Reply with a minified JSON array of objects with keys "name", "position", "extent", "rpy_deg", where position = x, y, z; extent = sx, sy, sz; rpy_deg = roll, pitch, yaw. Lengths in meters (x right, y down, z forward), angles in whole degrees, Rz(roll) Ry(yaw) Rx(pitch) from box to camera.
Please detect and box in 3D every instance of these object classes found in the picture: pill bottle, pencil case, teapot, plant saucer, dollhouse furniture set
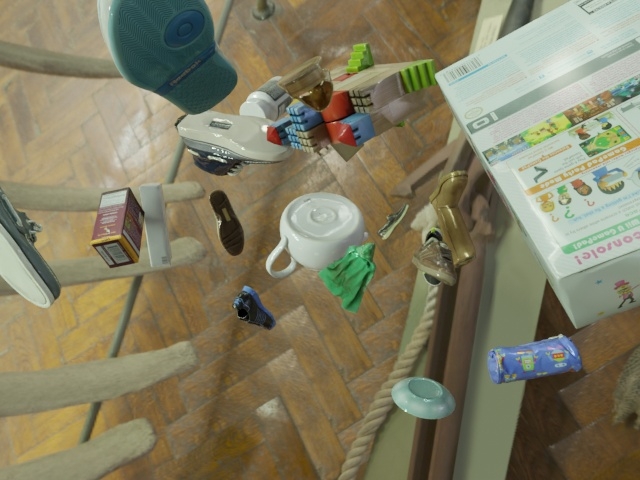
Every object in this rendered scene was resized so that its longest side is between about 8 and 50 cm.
[{"name":"pill bottle","position":[-0.239,-0.625,2.211],"extent":[0.161,0.161,0.283],"rpy_deg":[15,42,20]},{"name":"pencil case","position":[0.729,0.406,1.661],"extent":[0.307,0.119,0.133],"rpy_deg":[-10,87,0]},{"name":"teapot","position":[0.000,0.000,1.375],"extent":[0.256,0.187,0.252],"rpy_deg":[10,44,7]},{"name":"plant saucer","position":[0.317,0.468,1.484],"extent":[0.195,0.195,0.037],"rpy_deg":[12,110,20]},{"name":"dollhouse furniture set","position":[0.036,-0.439,1.865],"extent":[0.212,0.161,0.242],"rpy_deg":[-44,58,7]}]

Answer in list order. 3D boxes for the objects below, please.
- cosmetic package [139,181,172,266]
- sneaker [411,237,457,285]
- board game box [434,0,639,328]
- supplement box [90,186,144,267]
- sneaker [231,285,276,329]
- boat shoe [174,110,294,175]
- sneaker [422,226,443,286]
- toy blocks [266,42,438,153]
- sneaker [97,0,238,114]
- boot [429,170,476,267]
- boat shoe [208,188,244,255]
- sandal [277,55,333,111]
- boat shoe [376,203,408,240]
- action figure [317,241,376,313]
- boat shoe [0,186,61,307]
[{"name":"cosmetic package","position":[-0.487,-0.048,1.435],"extent":[0.061,0.099,0.238],"rpy_deg":[-7,102,-11]},{"name":"sneaker","position":[0.233,0.034,0.976],"extent":[0.066,0.188,0.071],"rpy_deg":[26,96,-10]},{"name":"board game box","position":[0.268,-0.102,0.452],"extent":[0.224,0.097,0.303],"rpy_deg":[-26,45,17]},{"name":"supplement box","position":[-0.526,-0.036,1.268],"extent":[0.081,0.104,0.188],"rpy_deg":[-12,49,0]},{"name":"sneaker","position":[-0.235,0.257,1.679],"extent":[0.082,0.232,0.090],"rpy_deg":[15,56,36]},{"name":"boat shoe","position":[-0.211,-0.236,1.273],"extent":[0.341,0.158,0.127],"rpy_deg":[20,58,22]},{"name":"sneaker","position":[0.419,0.063,1.827],"extent":[0.084,0.097,0.234],"rpy_deg":[1,99,24]},{"name":"toy blocks","position":[0.033,-0.286,1.051],"extent":[0.261,0.190,0.381],"rpy_deg":[-33,29,-19]},{"name":"sneaker","position":[-0.223,-0.291,0.598],"extent":[0.127,0.319,0.208],"rpy_deg":[-36,88,-2]},{"name":"boot","position":[0.464,-0.069,1.618],"extent":[0.089,0.236,0.269],"rpy_deg":[-10,70,-8]},{"name":"boat shoe","position":[-0.346,-0.071,1.809],"extent":[0.095,0.095,0.257],"rpy_deg":[-15,104,-10]},{"name":"sandal","position":[-0.016,-0.247,0.805],"extent":[0.088,0.240,0.079],"rpy_deg":[-29,112,8]},{"name":"boat shoe","position":[0.255,-0.071,1.713],"extent":[0.049,0.056,0.152],"rpy_deg":[34,93,0]},{"name":"action figure","position":[0.077,0.070,1.110],"extent":[0.137,0.232,0.063],"rpy_deg":[42,58,9]},{"name":"boat shoe","position":[-0.545,-0.029,0.853],"extent":[0.116,0.099,0.319],"rpy_deg":[-35,93,41]}]
